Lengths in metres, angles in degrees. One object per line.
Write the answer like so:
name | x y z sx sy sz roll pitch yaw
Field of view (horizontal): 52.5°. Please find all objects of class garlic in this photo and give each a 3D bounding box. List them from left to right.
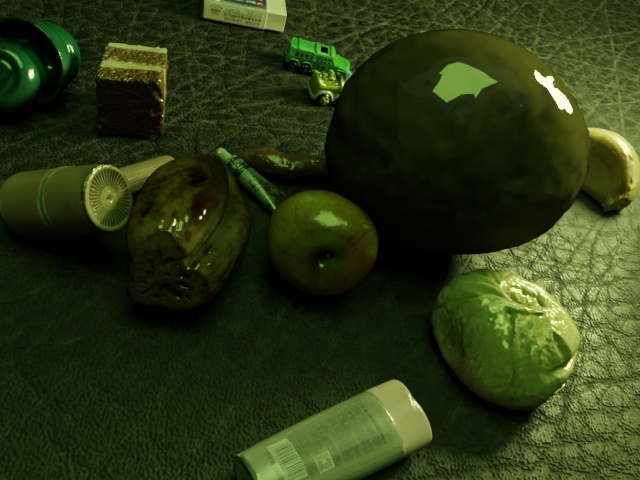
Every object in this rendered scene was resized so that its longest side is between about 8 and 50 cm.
garlic | 0.625 -0.177 1.502 0.245 0.145 0.164 36 77 20

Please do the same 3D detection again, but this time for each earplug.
earplug | -0.591 -0.326 1.224 0.257 0.164 0.280 -6 22 27

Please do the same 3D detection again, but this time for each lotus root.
lotus root | -0.197 -0.023 1.017 0.193 0.193 0.291 14 38 -5

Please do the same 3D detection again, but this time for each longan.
longan | 0.228 -0.168 1.150 0.435 0.404 0.404 8 45 -10

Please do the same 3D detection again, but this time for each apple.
apple | 0.000 0.000 1.063 0.182 0.182 0.155 13 22 -7

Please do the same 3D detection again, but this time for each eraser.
eraser | -0.197 -0.606 1.669 0.210 0.068 0.124 6 44 -14

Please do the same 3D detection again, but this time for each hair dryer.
hair dryer | -0.344 -0.093 1.090 0.189 0.107 0.344 -3 15 25

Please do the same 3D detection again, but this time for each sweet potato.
sweet potato | -0.046 -0.144 1.274 0.218 0.051 0.065 8 43 -11

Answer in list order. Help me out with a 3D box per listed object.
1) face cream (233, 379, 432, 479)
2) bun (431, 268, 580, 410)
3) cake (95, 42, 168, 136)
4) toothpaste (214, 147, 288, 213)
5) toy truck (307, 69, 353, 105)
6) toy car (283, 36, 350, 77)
face cream | 0.023 0.276 0.867 0.269 0.073 0.107 -16 59 -31
bun | 0.302 0.148 1.039 0.243 0.153 0.244 7 48 -8
cake | -0.363 -0.294 1.253 0.134 0.135 0.147 0 47 -16
toothpaste | -0.119 -0.104 1.223 0.216 0.037 0.062 42 47 15
toy truck | 0.031 -0.359 1.495 0.111 0.077 0.076 -1 48 -20
toy car | -0.005 -0.440 1.573 0.165 0.062 0.071 12 44 -8
